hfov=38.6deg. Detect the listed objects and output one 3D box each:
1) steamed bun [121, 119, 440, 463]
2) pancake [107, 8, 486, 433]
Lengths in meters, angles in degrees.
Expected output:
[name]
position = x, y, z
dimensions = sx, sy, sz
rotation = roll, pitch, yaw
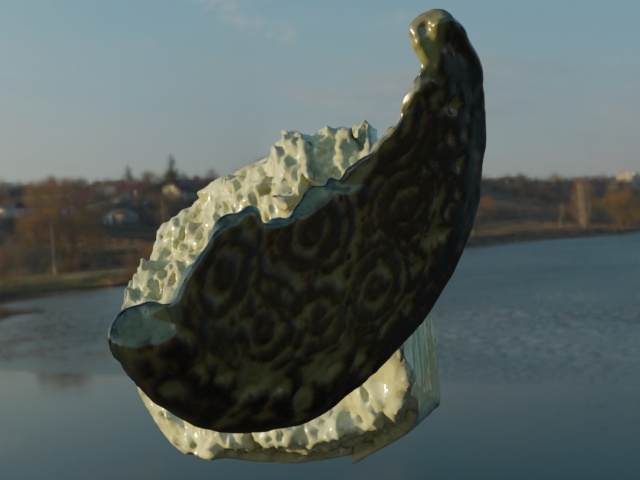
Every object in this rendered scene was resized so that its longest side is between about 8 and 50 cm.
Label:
[steamed bun]
position = -0.036, 0.064, 0.851
dimensions = 0.272, 0.291, 0.273
rotation = -8, -21, 14
[pancake]
position = 0.000, 0.000, 0.376
dimensions = 0.190, 0.184, 0.020
rotation = -16, 35, -37
